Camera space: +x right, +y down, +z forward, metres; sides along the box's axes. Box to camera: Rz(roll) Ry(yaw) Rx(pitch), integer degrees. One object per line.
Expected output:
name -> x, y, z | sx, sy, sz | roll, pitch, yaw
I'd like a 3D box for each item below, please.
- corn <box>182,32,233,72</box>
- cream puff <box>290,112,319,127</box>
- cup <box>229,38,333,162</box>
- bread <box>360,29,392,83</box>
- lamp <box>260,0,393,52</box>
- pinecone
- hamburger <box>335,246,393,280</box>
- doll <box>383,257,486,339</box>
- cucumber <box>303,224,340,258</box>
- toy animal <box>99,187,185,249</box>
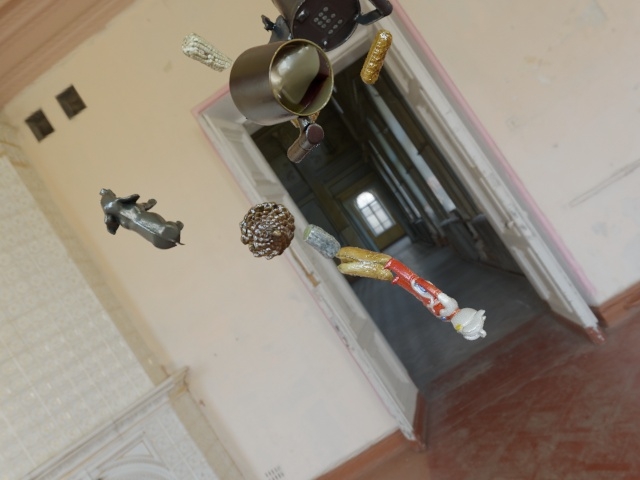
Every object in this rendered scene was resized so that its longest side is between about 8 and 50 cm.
corn -> -0.416, -0.682, 1.817 | 0.087, 0.087, 0.211 | -34, -33, 24
cream puff -> -0.058, -0.405, 1.453 | 0.103, 0.144, 0.126 | -30, -14, 15
cup -> -0.055, -0.297, 1.014 | 0.166, 0.239, 0.177 | -49, 30, -14
bread -> 0.159, -0.520, 1.397 | 0.044, 0.052, 0.157 | -40, -19, -47
lamp -> -0.015, -0.682, 1.368 | 0.374, 0.272, 0.205 | -20, -20, 35
pinecone -> -0.168, -0.034, 1.605 | 0.185, 0.169, 0.212 | -52, -5, 0
hamburger -> 0.193, 0.090, 2.089 | 0.262, 0.124, 0.131 | 9, -15, 0
doll -> 0.377, 0.196, 1.607 | 0.099, 0.384, 0.188 | -50, -36, -10
cucumber -> 0.001, 0.001, 1.399 | 0.064, 0.112, 0.064 | -37, 29, 25
toy animal -> -0.447, -0.062, 1.225 | 0.146, 0.245, 0.114 | -101, 32, -79
